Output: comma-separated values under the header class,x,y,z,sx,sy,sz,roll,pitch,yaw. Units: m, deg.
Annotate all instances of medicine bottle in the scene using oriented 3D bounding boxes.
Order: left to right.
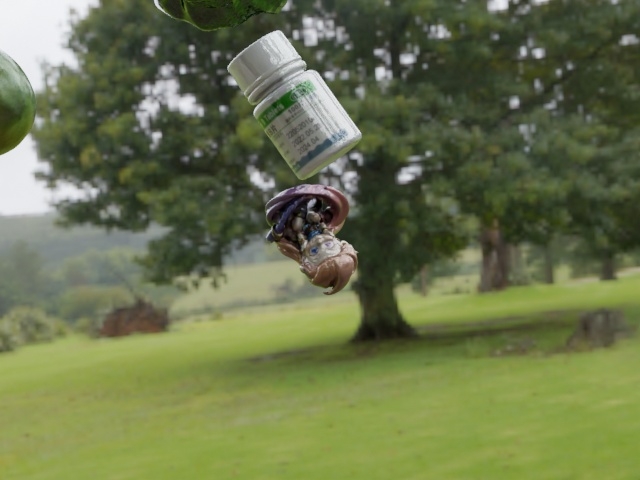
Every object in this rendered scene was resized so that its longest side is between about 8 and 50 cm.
class,x,y,z,sx,sy,sz,roll,pitch,yaw
medicine bottle,-0.047,-0.233,2.011,0.139,0.237,0.139,-36,0,0

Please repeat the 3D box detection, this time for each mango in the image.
class,x,y,z,sx,sy,sz,roll,pitch,yaw
mango,-0.353,-0.146,1.209,0.092,0.130,0.194,-40,24,-27

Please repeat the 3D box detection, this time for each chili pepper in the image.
class,x,y,z,sx,sy,sz,roll,pitch,yaw
chili pepper,-0.169,-0.395,1.749,0.213,0.167,0.385,40,4,11

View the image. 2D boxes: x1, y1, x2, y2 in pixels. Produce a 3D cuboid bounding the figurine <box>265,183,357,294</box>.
class,x,y,z,sx,sy,sz,roll,pitch,yaw
figurine,-0.003,0.000,1.622,0.126,0.157,0.114,-25,-7,-15
